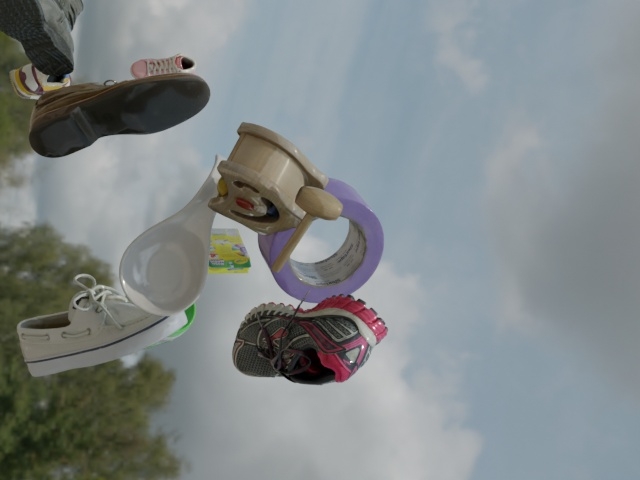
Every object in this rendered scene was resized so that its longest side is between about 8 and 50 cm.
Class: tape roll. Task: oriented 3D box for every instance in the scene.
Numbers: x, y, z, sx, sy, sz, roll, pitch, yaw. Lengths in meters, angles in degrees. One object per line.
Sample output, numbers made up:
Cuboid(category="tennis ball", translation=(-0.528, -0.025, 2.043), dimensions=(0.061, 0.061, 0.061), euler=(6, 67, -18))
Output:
Cuboid(category="tape roll", translation=(0.000, 0.000, 1.578), dimensions=(0.080, 0.189, 0.189), euler=(-123, -134, -58))

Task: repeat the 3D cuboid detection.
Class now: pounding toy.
Cuboid(category="pounding toy", translation=(-0.093, -0.057, 1.393), dimensions=(0.269, 0.154, 0.155), euler=(-11, -131, 62))

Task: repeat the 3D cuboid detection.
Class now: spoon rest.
Cuboid(category="spoon rest", translation=(-0.214, -0.008, 1.575), dimensions=(0.276, 0.137, 0.084), euler=(-59, -174, 2))

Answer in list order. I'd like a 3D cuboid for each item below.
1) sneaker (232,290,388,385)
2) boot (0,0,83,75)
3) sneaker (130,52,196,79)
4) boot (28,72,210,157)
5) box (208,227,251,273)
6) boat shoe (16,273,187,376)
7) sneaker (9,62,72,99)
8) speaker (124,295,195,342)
Cuboid(category="sneaker", translation=(-0.041, 0.156, 1.443), dimensions=(0.299, 0.121, 0.112), euler=(-20, -153, 50))
Cuboid(category="boot", translation=(-0.447, -0.385, 1.546), dimensions=(0.246, 0.083, 0.161), euler=(67, 19, -60))
Cuboid(category="sneaker", translation=(-0.317, -0.356, 2.030), dimensions=(0.070, 0.134, 0.051), euler=(144, -57, -65))
Cuboid(category="boot", translation=(-0.337, -0.237, 1.658), dimensions=(0.112, 0.305, 0.115), euler=(77, -2, -46))
Cuboid(category="box", translation=(-0.226, 0.028, 2.307), dimensions=(0.179, 0.105, 0.043), euler=(-121, -144, -59))
Cuboid(category="boat shoe", translation=(-0.423, 0.139, 1.854), dimensions=(0.367, 0.136, 0.156), euler=(-15, -78, 30))
Cuboid(category="sneaker", translation=(-0.483, -0.293, 1.811), dimensions=(0.185, 0.083, 0.070), euler=(-42, 116, -73))
Cuboid(category="speaker", translation=(-0.388, 0.172, 2.170), dimensions=(0.296, 0.131, 0.131), euler=(-22, -118, 52))
